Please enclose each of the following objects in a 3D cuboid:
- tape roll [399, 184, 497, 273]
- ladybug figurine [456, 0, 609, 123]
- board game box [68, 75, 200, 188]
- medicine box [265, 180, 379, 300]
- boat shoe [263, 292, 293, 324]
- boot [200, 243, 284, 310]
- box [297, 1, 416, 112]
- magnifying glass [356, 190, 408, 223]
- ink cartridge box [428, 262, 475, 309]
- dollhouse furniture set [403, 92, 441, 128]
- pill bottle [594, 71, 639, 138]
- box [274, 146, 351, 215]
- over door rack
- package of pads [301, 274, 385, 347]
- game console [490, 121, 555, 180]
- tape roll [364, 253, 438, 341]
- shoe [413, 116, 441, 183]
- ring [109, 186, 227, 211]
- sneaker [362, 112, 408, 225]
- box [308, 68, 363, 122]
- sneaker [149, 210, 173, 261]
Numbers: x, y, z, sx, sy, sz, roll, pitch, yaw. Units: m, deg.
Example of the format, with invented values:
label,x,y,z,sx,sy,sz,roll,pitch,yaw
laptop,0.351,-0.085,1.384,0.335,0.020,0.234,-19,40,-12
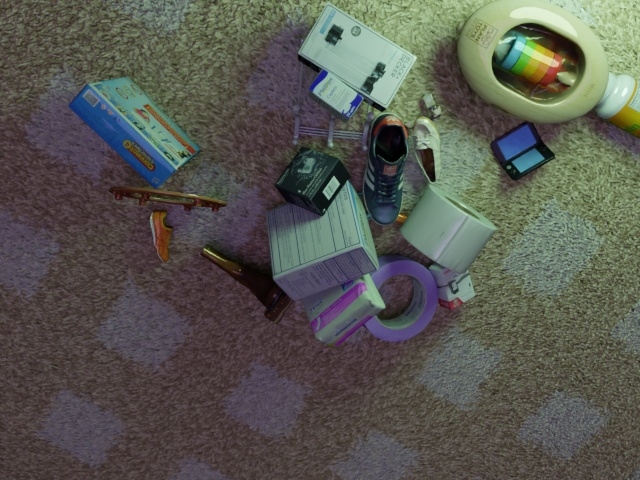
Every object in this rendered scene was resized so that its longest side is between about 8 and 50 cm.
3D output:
label,x,y,z,sx,sy,sz,roll,pitch,yaw
tape roll,0.389,-0.035,1.746,0.246,0.246,0.169,29,108,-10
ladybug figurine,0.586,-0.510,1.613,0.449,0.162,0.305,29,112,-5
board game box,-0.510,-0.315,1.616,0.086,0.302,0.308,-41,104,13
medicine box,0.000,0.000,1.718,0.289,0.263,0.149,-21,140,13
boat shoe,-0.131,0.203,1.923,0.060,0.064,0.178,29,109,-12
boot,-0.247,0.096,1.792,0.280,0.264,0.096,37,90,-13
box,0.101,-0.507,1.588,0.290,0.087,0.169,32,93,-5
magnifying glass,0.186,-0.093,1.841,0.231,0.026,0.092,16,108,-6
ink cartridge box,0.435,0.135,1.881,0.109,0.063,0.150,-27,110,-20
dollhouse furniture set,0.295,-0.393,1.714,0.114,0.091,0.081,-23,93,11
pill bottle,0.902,-0.402,1.674,0.245,0.136,0.136,25,107,-8
box,-0.025,-0.178,1.692,0.156,0.158,0.093,-56,141,-13
over door rack,0.043,-0.429,1.680,0.239,0.108,0.324,5,109,-3
package of pads,0.047,0.158,1.783,0.229,0.296,0.101,-42,134,20
game console,0.620,-0.276,1.748,0.144,0.124,0.085,-31,133,11
tape roll,0.242,0.187,1.863,0.275,0.090,0.275,-4,102,-17
shoe,0.327,-0.271,1.728,0.076,0.058,0.219,-3,128,25
ring,-0.445,-0.116,1.675,0.336,0.336,0.032,7,88,-2
sneaker,0.200,-0.205,1.724,0.131,0.148,0.350,-4,107,-5
box,0.040,-0.397,1.576,0.137,0.126,0.072,35,93,-5
sneaker,-0.511,-0.011,1.851,0.067,0.064,0.175,-7,112,-8
